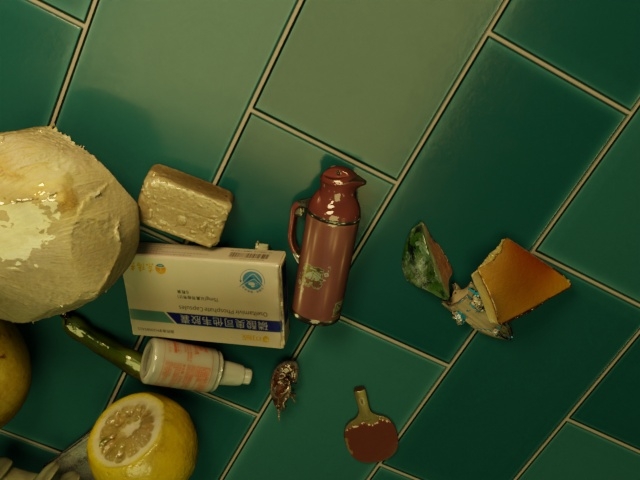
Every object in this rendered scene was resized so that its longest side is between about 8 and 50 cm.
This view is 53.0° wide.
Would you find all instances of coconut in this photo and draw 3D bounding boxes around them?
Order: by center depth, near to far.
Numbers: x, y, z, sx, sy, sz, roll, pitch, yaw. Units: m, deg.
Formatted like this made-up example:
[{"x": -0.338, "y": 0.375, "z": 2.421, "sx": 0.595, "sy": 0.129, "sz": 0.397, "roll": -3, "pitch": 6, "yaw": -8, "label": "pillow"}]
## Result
[{"x": -0.514, "y": -0.023, "z": 1.148, "sx": 0.346, "sy": 0.360, "sz": 0.346, "roll": 4, "pitch": 114, "yaw": 10, "label": "coconut"}]

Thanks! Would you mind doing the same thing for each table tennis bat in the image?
[{"x": 0.115, "y": 0.452, "z": 1.557, "sx": 0.131, "sy": 0.022, "sz": 0.234, "roll": -12, "pitch": 115, "yaw": 6, "label": "table tennis bat"}]

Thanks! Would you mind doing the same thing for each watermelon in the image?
[{"x": 0.219, "y": 0.040, "z": 1.360, "sx": 0.101, "sy": 0.080, "sz": 0.155, "roll": -2, "pitch": 123, "yaw": 40, "label": "watermelon"}]

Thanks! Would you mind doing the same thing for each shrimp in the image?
[{"x": -0.085, "y": 0.349, "z": 1.490, "sx": 0.065, "sy": 0.056, "sz": 0.165, "roll": 0, "pitch": 117, "yaw": -7, "label": "shrimp"}]

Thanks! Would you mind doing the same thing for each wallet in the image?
[{"x": -0.559, "y": 0.558, "z": 1.594, "sx": 0.222, "sy": 0.036, "sz": 0.167, "roll": -36, "pitch": 110, "yaw": 16, "label": "wallet"}]

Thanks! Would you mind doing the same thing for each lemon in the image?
[{"x": -0.388, "y": 0.479, "z": 1.454, "sx": 0.240, "sy": 0.240, "sz": 0.219, "roll": -17, "pitch": 133, "yaw": 7, "label": "lemon"}]

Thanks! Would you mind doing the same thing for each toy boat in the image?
[{"x": 0.358, "y": 0.169, "z": 1.410, "sx": 0.210, "sy": 0.066, "sz": 0.084, "roll": 36, "pitch": 121, "yaw": -26, "label": "toy boat"}]

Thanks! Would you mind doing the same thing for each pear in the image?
[{"x": -0.764, "y": 0.259, "z": 1.334, "sx": 0.304, "sy": 0.304, "sz": 0.304, "roll": 0, "pitch": 114, "yaw": 0, "label": "pear"}]

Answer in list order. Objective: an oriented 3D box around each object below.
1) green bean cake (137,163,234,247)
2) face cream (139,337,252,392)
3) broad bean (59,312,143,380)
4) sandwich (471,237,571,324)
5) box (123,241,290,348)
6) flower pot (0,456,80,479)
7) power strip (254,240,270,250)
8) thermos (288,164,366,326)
[{"x": -0.271, "y": -0.069, "z": 1.287, "sx": 0.179, "sy": 0.085, "sz": 0.109, "roll": 21, "pitch": 113, "yaw": -10, "label": "green bean cake"}, {"x": -0.265, "y": 0.286, "z": 1.427, "sx": 0.252, "sy": 0.101, "sz": 0.101, "roll": 16, "pitch": 115, "yaw": -27, "label": "face cream"}, {"x": -0.470, "y": 0.242, "z": 1.436, "sx": 0.325, "sy": 0.067, "sz": 0.075, "roll": 35, "pitch": 126, "yaw": -11, "label": "broad bean"}, {"x": 0.416, "y": 0.066, "z": 1.348, "sx": 0.193, "sy": 0.058, "sz": 0.162, "roll": -24, "pitch": 96, "yaw": -15, "label": "sandwich"}, {"x": -0.239, "y": 0.113, "z": 1.348, "sx": 0.343, "sy": 0.065, "sz": 0.200, "roll": 3, "pitch": 114, "yaw": 11, "label": "box"}, {"x": -0.653, "y": 0.681, "z": 1.556, "sx": 0.254, "sy": 0.164, "sz": 0.367, "roll": -2, "pitch": 122, "yaw": 17, "label": "flower pot"}, {"x": -0.122, "y": 0.090, "z": 1.378, "sx": 0.030, "sy": 0.047, "sz": 0.191, "roll": 0, "pitch": 114, "yaw": 3, "label": "power strip"}, {"x": 0.008, "y": 0.000, "z": 1.316, "sx": 0.109, "sy": 0.136, "sz": 0.330, "roll": -6, "pitch": 119, "yaw": -33, "label": "thermos"}]
